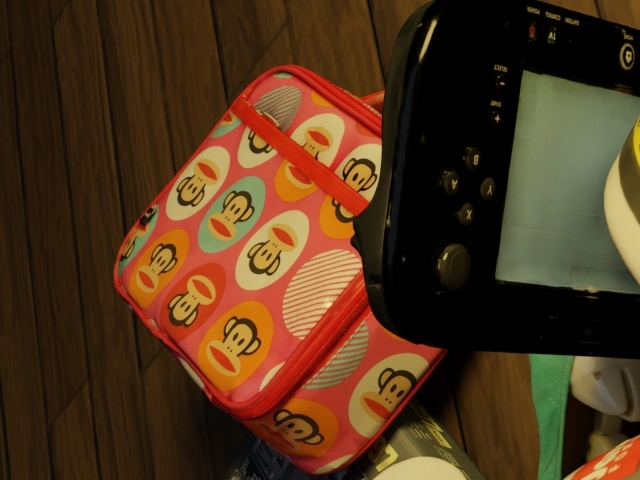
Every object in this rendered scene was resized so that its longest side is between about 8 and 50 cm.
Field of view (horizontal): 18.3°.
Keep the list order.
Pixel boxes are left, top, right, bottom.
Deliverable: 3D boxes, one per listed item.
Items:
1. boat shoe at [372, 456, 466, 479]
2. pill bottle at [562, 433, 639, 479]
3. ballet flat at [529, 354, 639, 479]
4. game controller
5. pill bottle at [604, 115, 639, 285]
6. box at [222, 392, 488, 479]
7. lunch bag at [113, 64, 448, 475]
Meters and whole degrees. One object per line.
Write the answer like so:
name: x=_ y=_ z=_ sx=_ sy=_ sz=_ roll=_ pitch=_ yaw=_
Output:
boat shoe: x=0.089 y=0.260 z=1.150 sx=0.108 sy=0.102 sz=0.301 roll=-28 pitch=36 yaw=7
pill bottle: x=0.210 y=0.155 z=0.810 sx=0.363 sy=0.210 sz=0.210 roll=-34 pitch=52 yaw=35
ballet flat: x=0.165 y=0.108 z=1.125 sx=0.087 sy=0.083 sz=0.247 roll=26 pitch=118 yaw=58
game controller: x=0.133 y=-0.026 z=0.991 sx=0.067 sy=0.319 sz=0.166 roll=19 pitch=98 yaw=39
pill bottle: x=0.276 y=-0.102 z=0.860 sx=0.334 sy=0.188 sz=0.188 roll=-63 pitch=34 yaw=33
box: x=0.015 y=0.188 z=1.395 sx=0.183 sy=0.059 sz=0.232 roll=-62 pitch=33 yaw=14
lunch bag: x=0.000 y=0.000 z=1.397 sx=0.258 sy=0.120 sz=0.293 roll=-50 pitch=34 yaw=0
